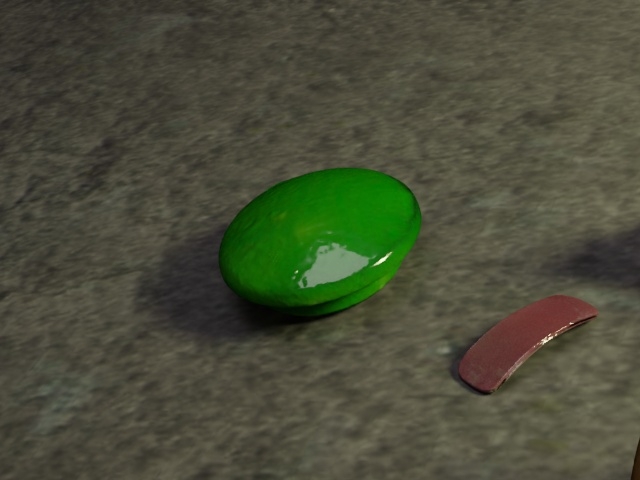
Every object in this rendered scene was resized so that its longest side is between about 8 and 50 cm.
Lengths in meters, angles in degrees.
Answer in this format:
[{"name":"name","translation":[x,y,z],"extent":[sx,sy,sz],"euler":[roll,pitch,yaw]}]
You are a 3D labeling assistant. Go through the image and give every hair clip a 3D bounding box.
[{"name":"hair clip","translation":[0.181,0.084,1.053],"extent":[0.137,0.022,0.054],"euler":[-31,33,-19]}]

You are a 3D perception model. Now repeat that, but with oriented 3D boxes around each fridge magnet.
[{"name":"fridge magnet","translation":[0.000,0.000,1.198],"extent":[0.208,0.088,0.208],"euler":[-13,33,9]}]

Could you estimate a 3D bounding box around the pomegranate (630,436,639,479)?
[{"name":"pomegranate","translation":[0.320,0.134,0.682],"extent":[0.319,0.319,0.319],"euler":[-12,34,8]}]
